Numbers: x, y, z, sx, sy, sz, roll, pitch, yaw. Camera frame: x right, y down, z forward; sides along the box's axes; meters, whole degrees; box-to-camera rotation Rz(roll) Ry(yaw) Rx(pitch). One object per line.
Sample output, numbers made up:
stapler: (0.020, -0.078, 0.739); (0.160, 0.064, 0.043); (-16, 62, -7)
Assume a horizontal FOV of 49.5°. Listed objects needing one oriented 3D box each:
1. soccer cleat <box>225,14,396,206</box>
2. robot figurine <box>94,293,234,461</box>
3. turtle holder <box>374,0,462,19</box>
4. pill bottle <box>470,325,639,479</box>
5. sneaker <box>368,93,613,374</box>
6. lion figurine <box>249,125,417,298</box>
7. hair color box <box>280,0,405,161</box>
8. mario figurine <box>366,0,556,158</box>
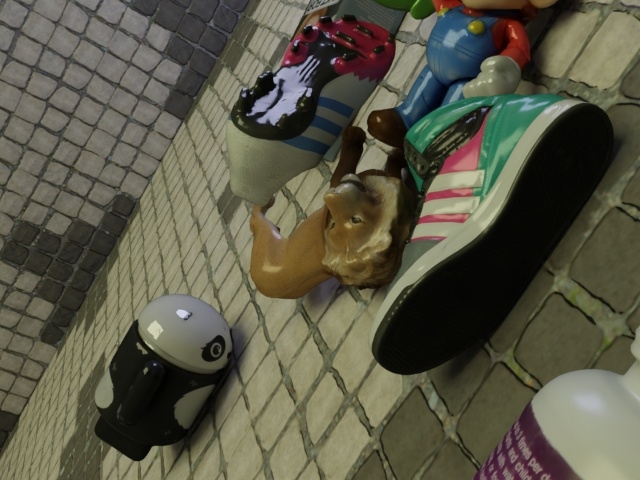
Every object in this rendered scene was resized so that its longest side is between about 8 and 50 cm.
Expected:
soccer cleat: (-0.015, -0.166, 0.853); (0.331, 0.116, 0.143); (-48, -19, -43)
robot figurine: (-0.257, 0.223, 1.144); (0.278, 0.173, 0.209); (-59, 35, 10)
turtle holder: (0.163, -0.465, 0.917); (0.320, 0.243, 0.227); (-62, 5, 26)
pill bottle: (0.152, 0.178, 0.365); (0.301, 0.169, 0.169); (-58, 24, 12)
sneaker: (0.124, -0.027, 0.679); (0.295, 0.124, 0.178); (-52, 30, 6)
lion figurine: (0.000, 0.000, 0.907); (0.392, 0.142, 0.240); (-40, 30, 52)
hair color box: (0.022, -0.330, 1.209); (0.374, 0.114, 0.185); (-65, 24, -2)
mario figurine: (0.152, -0.245, 0.772); (0.320, 0.198, 0.170); (-63, -13, 14)
